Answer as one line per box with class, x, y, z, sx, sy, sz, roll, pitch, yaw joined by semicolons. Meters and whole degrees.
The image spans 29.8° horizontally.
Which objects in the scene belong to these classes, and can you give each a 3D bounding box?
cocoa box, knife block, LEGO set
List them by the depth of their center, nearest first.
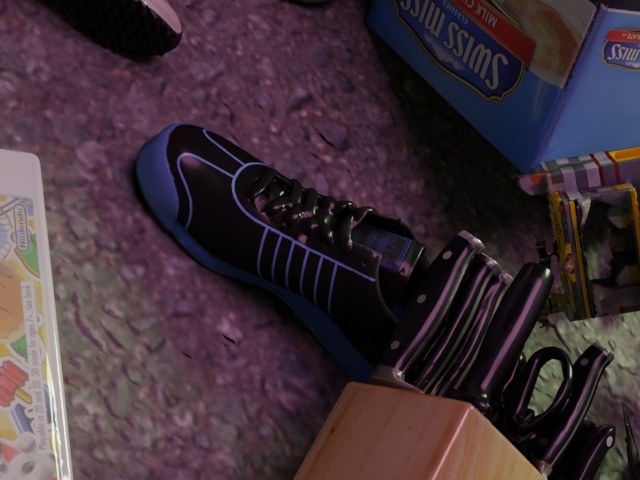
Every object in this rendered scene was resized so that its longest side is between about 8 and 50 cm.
knife block;0.039;0.125;0.602;0.276;0.088;0.242;-10;98;-41
LEGO set;0.217;0.075;0.694;0.255;0.192;0.331;-80;159;-68
cocoa box;0.255;-0.198;0.885;0.347;0.227;0.231;-4;39;-32

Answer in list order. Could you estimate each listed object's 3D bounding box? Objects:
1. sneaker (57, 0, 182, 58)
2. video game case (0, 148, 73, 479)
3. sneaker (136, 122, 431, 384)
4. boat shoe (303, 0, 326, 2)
sneaker;-0.149;-0.182;0.747;0.161;0.057;0.075;30;53;-16
video game case;-0.222;0.045;0.565;0.206;0.026;0.226;7;59;-35
sneaker;0.000;0.000;0.722;0.232;0.090;0.081;40;46;-12
boat shoe;-0.093;-0.264;0.812;0.320;0.103;0.118;20;52;-28
